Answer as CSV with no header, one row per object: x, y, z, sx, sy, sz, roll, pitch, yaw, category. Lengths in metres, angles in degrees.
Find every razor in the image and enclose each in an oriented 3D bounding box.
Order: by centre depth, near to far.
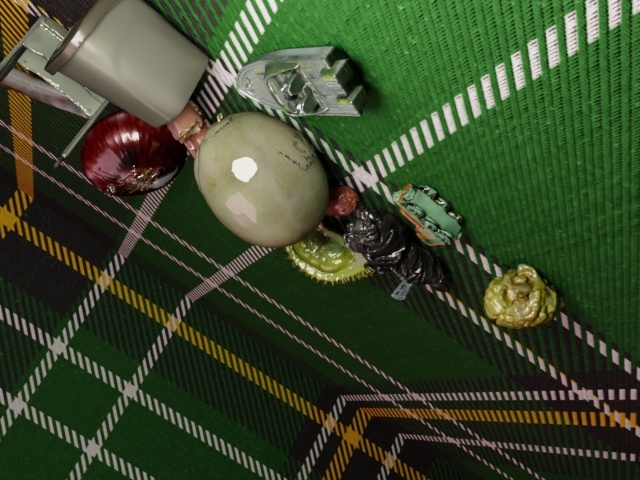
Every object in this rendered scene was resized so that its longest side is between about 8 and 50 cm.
0.165,0.035,1.899,0.232,0.106,0.068,48,155,-12,razor

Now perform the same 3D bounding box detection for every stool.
-0.667,-0.360,1.820,0.243,0.270,0.170,38,158,-18,stool

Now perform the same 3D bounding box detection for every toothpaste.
-0.819,-0.439,2.143,0.323,0.066,0.100,23,154,6,toothpaste

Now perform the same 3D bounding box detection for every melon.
-0.128,-0.139,1.619,0.330,0.268,0.268,52,153,-19,melon

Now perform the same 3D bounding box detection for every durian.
0.000,0.000,1.970,0.351,0.158,0.169,37,128,13,durian

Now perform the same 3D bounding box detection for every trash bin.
-0.386,-0.372,1.512,0.250,0.219,0.219,34,162,-27,trash bin

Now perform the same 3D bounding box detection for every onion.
-0.492,-0.251,1.941,0.273,0.285,0.273,-11,144,-8,onion

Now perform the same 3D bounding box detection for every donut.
-0.290,-0.246,1.754,0.233,0.085,0.199,55,180,-42,donut

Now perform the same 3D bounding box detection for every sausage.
0.032,-0.096,1.765,0.076,0.076,0.141,44,159,-31,sausage

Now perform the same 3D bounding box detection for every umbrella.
0.191,0.027,1.791,0.128,0.154,0.336,-30,144,32,umbrella

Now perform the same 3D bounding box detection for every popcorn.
0.455,0.139,1.656,0.173,0.142,0.173,-1,150,0,popcorn

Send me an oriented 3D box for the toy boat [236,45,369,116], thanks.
-0.053,-0.294,1.402,0.319,0.092,0.141,11,150,43,toy boat

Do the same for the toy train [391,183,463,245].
0.227,-0.055,1.608,0.176,0.074,0.118,38,162,-24,toy train
